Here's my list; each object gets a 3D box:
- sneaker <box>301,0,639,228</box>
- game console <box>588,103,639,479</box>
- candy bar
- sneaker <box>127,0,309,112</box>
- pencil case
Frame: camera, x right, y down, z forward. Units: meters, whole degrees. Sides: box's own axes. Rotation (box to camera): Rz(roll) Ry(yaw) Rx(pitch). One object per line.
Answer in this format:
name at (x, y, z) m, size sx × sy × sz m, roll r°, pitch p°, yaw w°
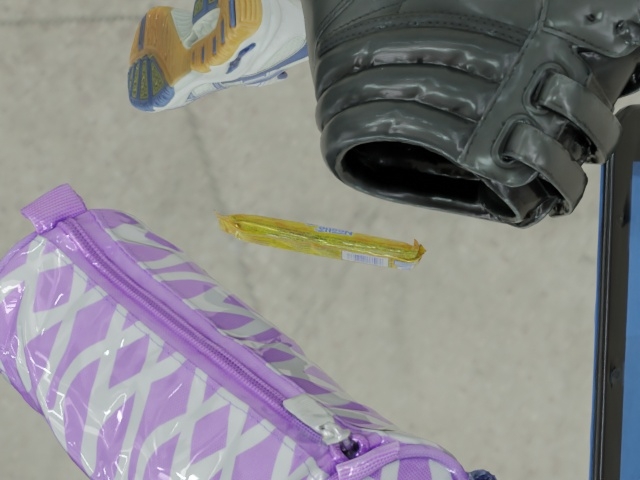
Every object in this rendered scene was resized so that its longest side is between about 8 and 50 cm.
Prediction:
sneaker at (0.126, -0.080, 0.739) m, size 0.295 × 0.147 × 0.104 m, roll -5°, pitch 159°, yaw 22°
game console at (0.282, 0.073, 1.084) m, size 0.250 × 0.173 × 0.293 m, roll 2°, pitch 94°, yaw 10°
candy bar at (0.000, 0.000, 1.436) m, size 0.161 × 0.018 × 0.040 m, roll 9°, pitch 160°, yaw 4°
sneaker at (-0.095, -0.184, 1.939) m, size 0.296 × 0.131 × 0.112 m, roll -6°, pitch 79°, yaw 60°
pencil case at (-0.038, 0.060, 0.658) m, size 0.206 × 0.086 × 0.088 m, roll 32°, pitch 149°, yaw 44°
